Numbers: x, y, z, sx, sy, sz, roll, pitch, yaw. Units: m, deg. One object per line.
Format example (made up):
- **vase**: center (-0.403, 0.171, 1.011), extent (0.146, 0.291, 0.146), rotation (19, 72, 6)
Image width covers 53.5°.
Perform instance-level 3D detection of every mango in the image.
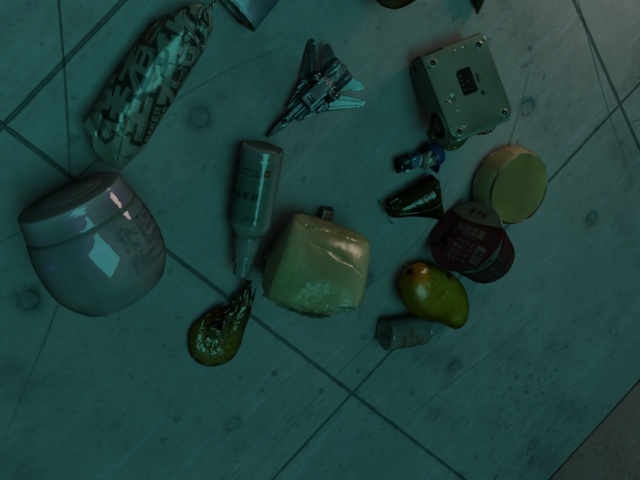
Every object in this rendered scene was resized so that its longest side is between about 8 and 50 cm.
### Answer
- **mango**: center (0.363, 0.175, 2.030), extent (0.295, 0.120, 0.177), rotation (33, 83, -33)

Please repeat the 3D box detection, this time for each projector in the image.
- **projector**: center (0.379, -0.404, 1.716), extent (0.198, 0.108, 0.250), rotation (-23, 98, -12)

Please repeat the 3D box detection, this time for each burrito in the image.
- **burrito**: center (-0.367, -0.363, 1.393), extent (0.139, 0.101, 0.445), rotation (32, 97, -30)

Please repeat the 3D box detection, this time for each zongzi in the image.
- **zongzi**: center (0.284, -0.082, 1.898), extent (0.187, 0.084, 0.184), rotation (-28, 133, -6)
- **zongzi**: center (0.410, -0.659, 1.719), extent (0.076, 0.040, 0.083), rotation (4, 128, -23)

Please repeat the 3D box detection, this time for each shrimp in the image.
- **shrimp**: center (-0.273, 0.226, 1.752), extent (0.152, 0.063, 0.287), rotation (17, 106, -22)

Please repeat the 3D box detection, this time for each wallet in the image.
- **wallet**: center (-0.136, -0.609, 1.424), extent (0.231, 0.069, 0.170), rotation (-50, 130, -6)

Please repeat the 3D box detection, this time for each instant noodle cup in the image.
- **instant noodle cup**: center (0.484, 0.019, 1.972), extent (0.234, 0.235, 0.178), rotation (-52, 136, 2)

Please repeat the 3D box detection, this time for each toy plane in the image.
- **toy plane**: center (-0.035, -0.348, 1.586), extent (0.267, 0.088, 0.212), rotation (-42, 103, -2)

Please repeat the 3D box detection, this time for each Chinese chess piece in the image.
- **Chinese chess piece**: center (0.599, -0.173, 2.005), extent (0.250, 0.103, 0.249), rotation (-11, 117, -23)

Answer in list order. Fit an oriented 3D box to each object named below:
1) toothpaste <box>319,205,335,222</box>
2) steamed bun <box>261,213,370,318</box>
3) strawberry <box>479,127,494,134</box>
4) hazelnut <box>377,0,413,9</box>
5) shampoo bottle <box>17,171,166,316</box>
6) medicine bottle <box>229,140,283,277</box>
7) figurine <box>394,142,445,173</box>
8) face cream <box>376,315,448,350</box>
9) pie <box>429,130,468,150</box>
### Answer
- **toothpaste**: center (0.000, 0.000, 1.799), extent (0.040, 0.047, 0.196), rotation (9, 109, -15)
- **steamed bun**: center (-0.002, 0.089, 1.665), extent (0.290, 0.272, 0.273), rotation (10, 108, -12)
- **strawberry**: center (0.452, -0.372, 1.839), extent (0.145, 0.086, 0.145), rotation (-9, 113, -22)
- **hazelnut**: center (0.188, -0.670, 1.511), extent (0.214, 0.176, 0.214), rotation (-53, 155, -38)
- **shampoo bottle**: center (-0.493, 0.005, 1.392), extent (0.273, 0.273, 0.266), rotation (-29, 115, -14)
- **medicine bottle**: center (-0.176, -0.073, 1.626), extent (0.110, 0.110, 0.351), rotation (1, 112, -29)
- **figurine**: center (0.287, -0.231, 1.832), extent (0.149, 0.086, 0.087), rotation (-10, 77, -12)
- **face cream**: center (0.311, 0.293, 2.069), extent (0.252, 0.101, 0.101), rotation (-4, 114, -27)
- **pie**: center (0.374, -0.312, 1.859), extent (0.170, 0.034, 0.092), rotation (22, 91, -36)
